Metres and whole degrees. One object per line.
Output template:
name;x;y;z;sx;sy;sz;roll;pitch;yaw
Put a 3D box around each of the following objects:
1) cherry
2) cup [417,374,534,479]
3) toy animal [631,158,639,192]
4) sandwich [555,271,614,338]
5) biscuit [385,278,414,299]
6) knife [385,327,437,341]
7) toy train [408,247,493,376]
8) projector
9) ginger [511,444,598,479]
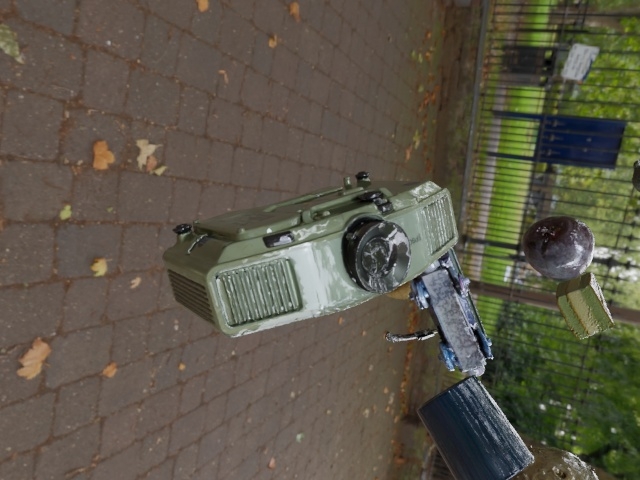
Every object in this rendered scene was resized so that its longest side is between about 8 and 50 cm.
cherry;0.686;0.025;1.476;0.195;0.195;0.195;11;90;-70
cup;0.220;0.294;0.773;0.113;0.138;0.150;-20;155;-25
toy animal;0.961;-0.147;1.344;0.127;0.251;0.125;-24;126;-31
sandwich;0.810;0.195;1.571;0.187;0.117;0.144;-21;83;-60
biscuit;0.247;0.027;1.503;0.296;0.102;0.296;-51;-154;38
knife;0.256;0.248;1.332;0.045;0.222;0.021;-65;-144;37
toy train;0.293;0.155;1.179;0.202;0.131;0.299;-63;131;-73
projector;0.000;0.000;0.499;0.270;0.193;0.088;-20;106;-29
ginger;0.557;0.587;1.082;0.176;0.375;0.256;-46;122;6
